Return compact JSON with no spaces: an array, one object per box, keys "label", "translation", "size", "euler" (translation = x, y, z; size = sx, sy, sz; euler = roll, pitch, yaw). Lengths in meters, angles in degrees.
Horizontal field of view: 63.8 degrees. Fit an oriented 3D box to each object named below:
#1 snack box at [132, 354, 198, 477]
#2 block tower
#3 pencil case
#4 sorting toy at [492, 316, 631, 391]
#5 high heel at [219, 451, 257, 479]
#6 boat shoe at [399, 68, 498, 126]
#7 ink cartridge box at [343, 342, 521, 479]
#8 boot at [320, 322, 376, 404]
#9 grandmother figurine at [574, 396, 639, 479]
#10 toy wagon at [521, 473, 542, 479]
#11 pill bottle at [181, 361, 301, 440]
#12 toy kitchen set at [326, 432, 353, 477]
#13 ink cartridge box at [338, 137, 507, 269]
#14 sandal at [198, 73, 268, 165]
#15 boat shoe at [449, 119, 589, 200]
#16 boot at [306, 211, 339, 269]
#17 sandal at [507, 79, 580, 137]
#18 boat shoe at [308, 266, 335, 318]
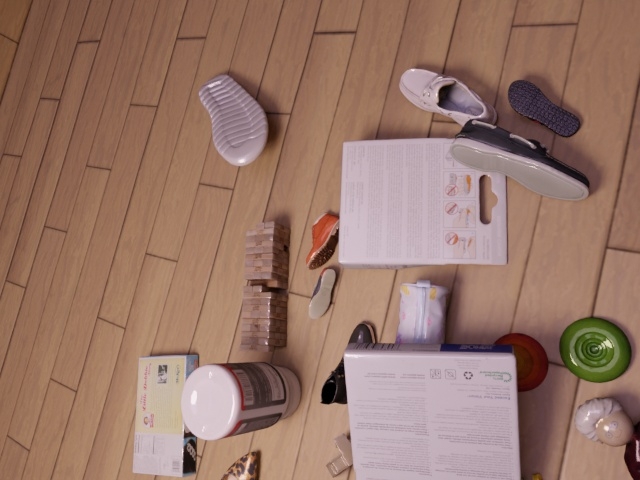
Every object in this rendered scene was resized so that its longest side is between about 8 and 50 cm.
[{"label":"snack box","translation":[-0.440,0.493,1.466],"size":[0.187,0.060,0.322],"euler":[-8,75,27]},{"label":"block tower","translation":[-0.145,0.126,1.370],"size":[0.090,0.097,0.336],"euler":[-5,75,28]},{"label":"pencil case","translation":[0.216,0.226,1.132],"size":[0.113,0.124,0.273],"euler":[3,80,30]},{"label":"sorting toy","translation":[0.495,0.212,0.981],"size":[0.365,0.126,0.127],"euler":[-17,71,25]},{"label":"high heel","translation":[-0.257,0.643,1.259],"size":[0.093,0.186,0.261],"euler":[30,94,30]},{"label":"boat shoe","translation":[0.296,-0.354,1.232],"size":[0.277,0.096,0.098],"euler":[36,98,30]},{"label":"ink cartridge box","translation":[0.219,0.367,1.015],"size":[0.323,0.071,0.330],"euler":[-2,100,17]},{"label":"boot","translation":[0.065,0.287,1.192],"size":[0.076,0.137,0.198],"euler":[7,82,29]},{"label":"grandmother figurine","translation":[0.624,0.377,0.892],"size":[0.342,0.104,0.208],"euler":[24,82,28]},{"label":"toy wagon","translation":[0.281,0.520,1.062],"size":[0.344,0.068,0.267],"euler":[-13,73,26]},{"label":"pill bottle","translation":[-0.177,0.371,1.220],"size":[0.161,0.283,0.161],"euler":[-7,76,28]},{"label":"toy kitchen set","translation":[0.051,0.502,1.213],"size":[0.083,0.075,0.068],"euler":[-25,65,-22]},{"label":"ink cartridge box","translation":[0.239,-0.087,1.234],"size":[0.384,0.091,0.308],"euler":[1,78,12]},{"label":"sandal","translation":[-0.245,-0.358,1.535],"size":[0.169,0.102,0.416],"euler":[-29,53,4]},{"label":"boat shoe","translation":[0.435,-0.181,1.108],"size":[0.302,0.114,0.091],"euler":[27,74,16]},{"label":"boot","translation":[0.000,0.000,1.342],"size":[0.084,0.059,0.158],"euler":[33,87,33]},{"label":"sandal","translation":[0.493,-0.291,1.149],"size":[0.179,0.040,0.067],"euler":[42,106,14]},{"label":"boat shoe","translation":[0.002,0.134,1.317],"size":[0.043,0.049,0.137],"euler":[-160,88,-73]}]
